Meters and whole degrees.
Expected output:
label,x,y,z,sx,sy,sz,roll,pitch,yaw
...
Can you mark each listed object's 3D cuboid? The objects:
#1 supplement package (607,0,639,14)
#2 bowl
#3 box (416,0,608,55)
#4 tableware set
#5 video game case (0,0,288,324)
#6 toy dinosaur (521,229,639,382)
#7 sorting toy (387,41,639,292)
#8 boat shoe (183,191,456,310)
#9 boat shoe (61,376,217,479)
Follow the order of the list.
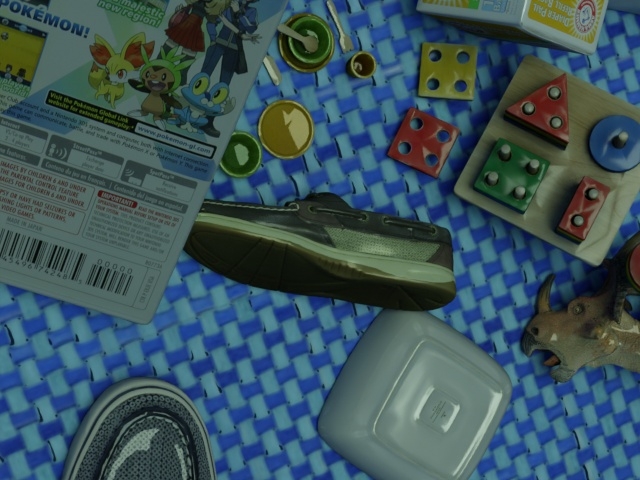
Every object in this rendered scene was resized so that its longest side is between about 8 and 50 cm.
label,x,y,z,sx,sy,sz,roll,pitch,yaw
supplement package,0.306,-0.323,1.027,0.133,0.139,0.244,6,87,-21
bowl,0.086,0.135,0.996,0.142,0.053,0.142,35,77,-18
box,0.170,-0.260,0.962,0.103,0.114,0.203,9,96,-45
tableware set,-0.027,-0.119,0.967,0.154,0.024,0.104,-29,100,-18
video game case,-0.218,-0.112,0.797,0.329,0.036,0.300,19,118,-15
toy dinosaur,0.340,0.057,1.061,0.295,0.127,0.200,-22,62,-34
sorting toy,0.187,-0.072,0.977,0.274,0.046,0.132,28,85,8
boat shoe,0.001,0.000,0.956,0.223,0.080,0.073,13,60,-12
boat shoe,-0.124,0.273,0.862,0.127,0.158,0.341,5,89,-20
